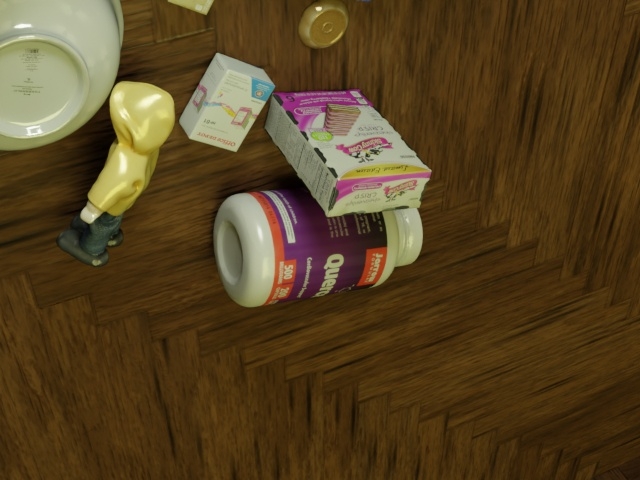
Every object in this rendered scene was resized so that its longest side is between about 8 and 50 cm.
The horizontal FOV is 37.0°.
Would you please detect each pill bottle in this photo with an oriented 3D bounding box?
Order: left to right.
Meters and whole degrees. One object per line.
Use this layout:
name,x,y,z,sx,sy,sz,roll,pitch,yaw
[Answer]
pill bottle,0.000,0.000,1.566,0.323,0.181,0.181,-8,132,-27

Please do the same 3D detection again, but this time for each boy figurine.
boy figurine,-0.281,-0.090,1.319,0.092,0.177,0.285,27,127,-3

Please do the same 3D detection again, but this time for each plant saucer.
plant saucer,0.008,-0.314,1.402,0.083,0.015,0.083,-18,136,-18

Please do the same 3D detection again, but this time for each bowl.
bowl,-0.367,-0.216,1.164,0.298,0.134,0.298,-18,137,-18

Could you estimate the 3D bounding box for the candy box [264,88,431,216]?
candy box,0.036,-0.136,1.422,0.159,0.233,0.071,-7,132,-28

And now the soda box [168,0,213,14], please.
soda box,-0.139,-0.384,1.210,0.061,0.058,0.181,12,122,-39

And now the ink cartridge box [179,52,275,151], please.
ink cartridge box,-0.137,-0.198,1.390,0.088,0.052,0.122,12,122,-40
